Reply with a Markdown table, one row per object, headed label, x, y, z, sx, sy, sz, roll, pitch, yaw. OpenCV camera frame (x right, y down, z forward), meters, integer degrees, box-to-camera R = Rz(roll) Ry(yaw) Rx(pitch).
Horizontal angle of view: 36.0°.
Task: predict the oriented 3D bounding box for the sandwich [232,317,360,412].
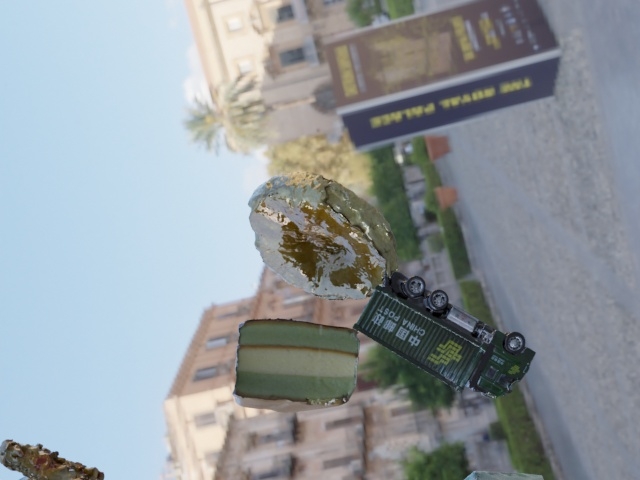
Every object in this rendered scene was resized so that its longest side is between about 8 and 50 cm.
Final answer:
| label | x | y | z | sx | sy | sz | roll | pitch | yaw |
| --- | --- | --- | --- | --- | --- | --- | --- | --- | --- |
| sandwich | -0.047 | 0.245 | 1.887 | 0.198 | 0.227 | 0.155 | 96 | 178 | -74 |

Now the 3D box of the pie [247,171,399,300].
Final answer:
| label | x | y | z | sx | sy | sz | roll | pitch | yaw |
| --- | --- | --- | --- | --- | --- | --- | --- | --- | --- |
| pie | 0.000 | 0.000 | 1.907 | 0.083 | 0.339 | 0.339 | -56 | -36 | -32 |

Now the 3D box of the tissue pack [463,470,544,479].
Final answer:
| label | x | y | z | sx | sy | sz | roll | pitch | yaw |
| --- | --- | --- | --- | --- | --- | --- | --- | --- | --- |
| tissue pack | 0.333 | 0.627 | 2.127 | 0.228 | 0.311 | 0.128 | 12 | -141 | -37 |

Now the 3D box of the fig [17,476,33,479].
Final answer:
| label | x | y | z | sx | sy | sz | roll | pitch | yaw |
| --- | --- | --- | --- | --- | --- | --- | --- | --- | --- |
| fig | -0.577 | 0.547 | 2.001 | 0.144 | 0.165 | 0.154 | 36 | 126 | 39 |

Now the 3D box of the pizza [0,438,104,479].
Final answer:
| label | x | y | z | sx | sy | sz | roll | pitch | yaw |
| --- | --- | --- | --- | --- | --- | --- | --- | --- | --- |
| pizza | -0.484 | 0.442 | 1.860 | 0.251 | 0.287 | 0.074 | 35 | -112 | -34 |

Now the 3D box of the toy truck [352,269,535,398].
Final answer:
| label | x | y | z | sx | sy | sz | roll | pitch | yaw |
| --- | --- | --- | --- | --- | --- | --- | --- | --- | --- |
| toy truck | 0.189 | 0.147 | 1.498 | 0.121 | 0.259 | 0.088 | -60 | -6 | -2 |
